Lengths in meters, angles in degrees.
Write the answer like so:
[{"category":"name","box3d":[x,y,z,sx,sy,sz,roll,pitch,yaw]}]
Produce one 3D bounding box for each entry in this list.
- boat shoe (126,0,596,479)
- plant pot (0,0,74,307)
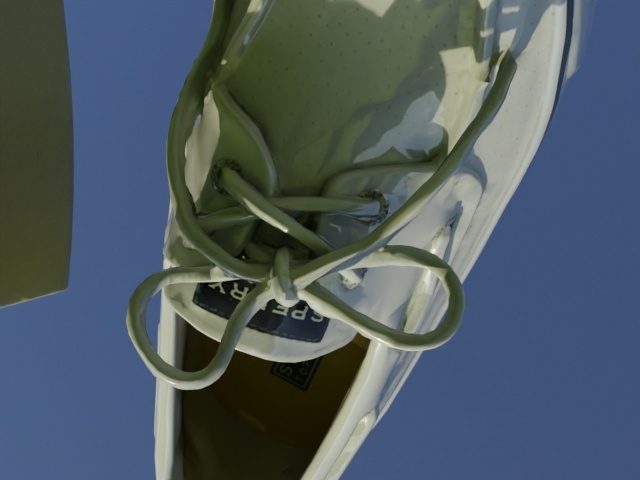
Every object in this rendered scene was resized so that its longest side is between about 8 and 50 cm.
[{"category":"boat shoe","box3d":[-0.008,-0.003,0.560,0.136,0.367,0.156,26,-136,5]},{"category":"plant pot","box3d":[-0.239,-0.082,0.721,0.212,0.212,0.187,16,-80,14]}]
